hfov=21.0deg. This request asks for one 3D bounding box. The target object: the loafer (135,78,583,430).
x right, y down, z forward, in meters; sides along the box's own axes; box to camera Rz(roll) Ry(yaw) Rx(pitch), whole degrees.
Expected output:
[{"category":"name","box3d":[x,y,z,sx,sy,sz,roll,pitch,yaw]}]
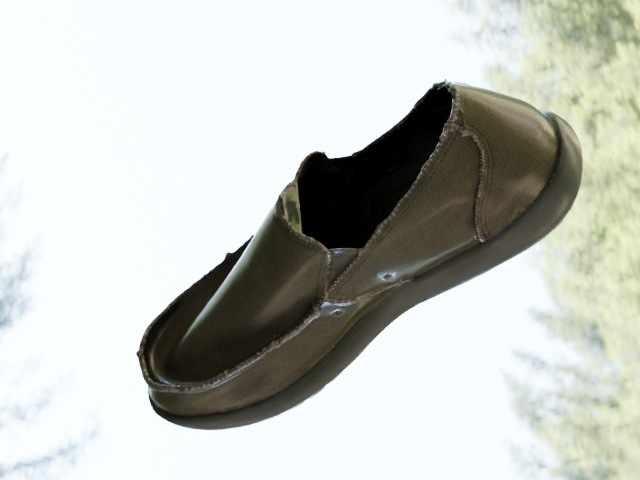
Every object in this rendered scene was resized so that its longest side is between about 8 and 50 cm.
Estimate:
[{"category":"loafer","box3d":[0.000,0.000,0.809,0.251,0.094,0.087,-35,-51,22]}]
